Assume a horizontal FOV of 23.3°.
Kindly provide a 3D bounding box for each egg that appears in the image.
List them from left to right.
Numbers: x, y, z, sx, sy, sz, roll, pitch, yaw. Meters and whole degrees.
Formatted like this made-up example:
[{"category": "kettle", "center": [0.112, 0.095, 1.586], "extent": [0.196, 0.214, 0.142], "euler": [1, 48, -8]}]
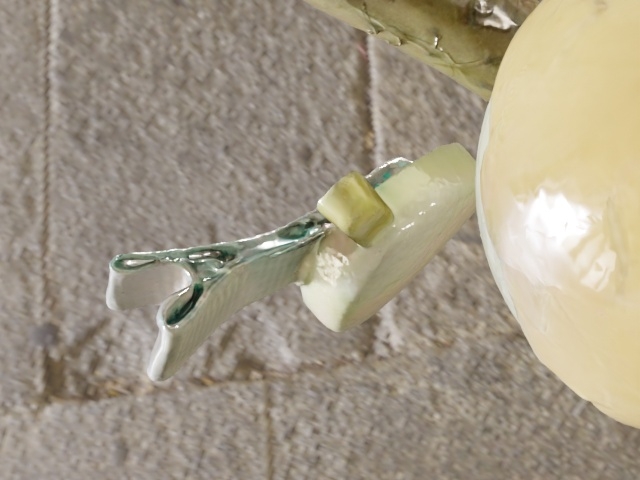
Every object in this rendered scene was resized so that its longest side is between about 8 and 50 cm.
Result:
[{"category": "egg", "center": [0.164, -0.026, 0.586], "extent": [0.244, 0.201, 0.201], "euler": [-12, 62, 67]}]

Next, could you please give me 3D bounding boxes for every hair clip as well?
[{"category": "hair clip", "center": [0.002, 0.000, 0.798], "extent": [0.218, 0.159, 0.071], "euler": [-24, 71, -28]}]

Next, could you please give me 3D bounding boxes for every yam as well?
[{"category": "yam", "center": [0.002, -0.153, 0.772], "extent": [0.067, 0.317, 0.071], "euler": [-53, 26, 21]}]
